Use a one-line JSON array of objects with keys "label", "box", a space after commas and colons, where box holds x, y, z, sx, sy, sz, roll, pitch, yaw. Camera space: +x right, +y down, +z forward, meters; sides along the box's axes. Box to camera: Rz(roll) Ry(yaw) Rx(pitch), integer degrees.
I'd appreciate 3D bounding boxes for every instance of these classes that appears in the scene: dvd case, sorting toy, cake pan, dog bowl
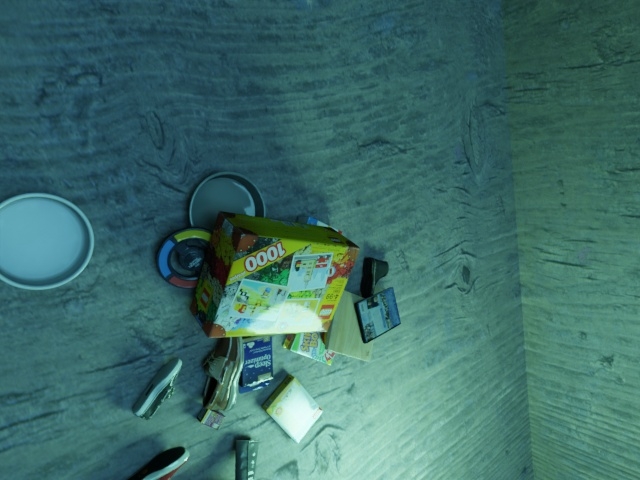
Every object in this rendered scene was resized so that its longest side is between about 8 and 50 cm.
[{"label": "dvd case", "box": [0.257, 0.327, 1.968, 0.253, 0.022, 0.180, -17, 96, -42]}, {"label": "sorting toy", "box": [0.119, 0.366, 1.916, 0.256, 0.089, 0.257, 26, 68, -36]}, {"label": "cake pan", "box": [-0.334, -0.098, 1.586, 0.293, 0.054, 0.292, -4, 96, -36]}, {"label": "dog bowl", "box": [-0.783, -0.001, 1.235, 0.265, 0.104, 0.264, -4, 97, -35]}]

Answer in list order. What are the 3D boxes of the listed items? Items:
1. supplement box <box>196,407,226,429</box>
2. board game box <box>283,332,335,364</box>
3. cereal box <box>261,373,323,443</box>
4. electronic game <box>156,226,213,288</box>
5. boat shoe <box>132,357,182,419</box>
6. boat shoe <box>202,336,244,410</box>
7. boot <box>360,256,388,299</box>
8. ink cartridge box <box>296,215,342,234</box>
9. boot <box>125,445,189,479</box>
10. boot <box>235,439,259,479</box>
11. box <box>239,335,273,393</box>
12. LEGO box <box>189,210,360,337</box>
[{"label": "supplement box", "box": [-0.397, 0.644, 1.614, 0.083, 0.043, 0.055, 41, 71, -31]}, {"label": "board game box", "box": [-0.033, 0.430, 1.870, 0.260, 0.039, 0.124, 29, 76, -32]}, {"label": "cereal box", "box": [-0.110, 0.694, 1.826, 0.173, 0.047, 0.240, -45, 118, -24]}, {"label": "electronic game", "box": [-0.431, 0.060, 1.493, 0.230, 0.048, 0.229, -11, 119, -21]}, {"label": "boat shoe", "box": [-0.530, 0.496, 1.488, 0.070, 0.078, 0.219, 44, 77, -30]}, {"label": "boat shoe", "box": [-0.353, 0.454, 1.585, 0.117, 0.123, 0.324, 7, 88, -34]}, {"label": "boot", "box": [0.260, 0.181, 2.039, 0.137, 0.077, 0.197, 8, 90, -42]}, {"label": "ink cartridge box", "box": [0.000, 0.000, 1.824, 0.231, 0.078, 0.134, 22, 81, -36]}, {"label": "boot", "box": [-0.534, 0.832, 1.509, 0.244, 0.088, 0.176, -31, 112, -21]}, {"label": "boot", "box": [-0.304, 0.850, 1.640, 0.190, 0.076, 0.208, 24, 64, -50]}, {"label": "box", "box": [-0.249, 0.474, 1.713, 0.137, 0.037, 0.225, -6, 99, -36]}, {"label": "LEGO box", "box": [-0.154, 0.129, 1.570, 0.501, 0.193, 0.372, 6, 111, -40]}]
